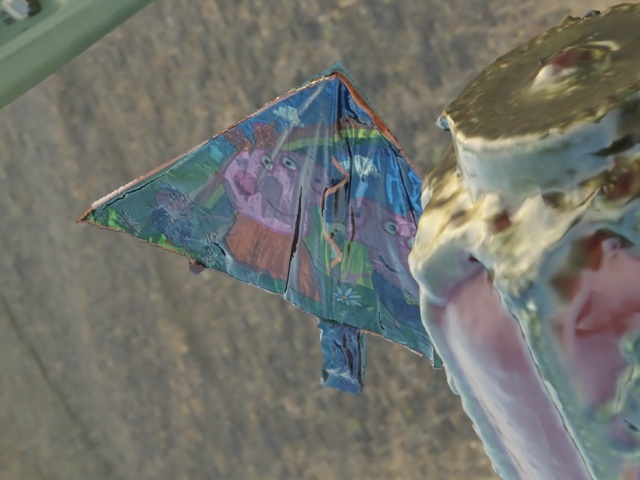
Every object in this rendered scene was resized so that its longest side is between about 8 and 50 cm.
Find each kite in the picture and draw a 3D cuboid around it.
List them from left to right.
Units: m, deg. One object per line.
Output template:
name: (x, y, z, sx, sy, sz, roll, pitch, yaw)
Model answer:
kite: (0.000, 0.000, 0.863, 0.321, 0.016, 0.234, 22, 140, 21)

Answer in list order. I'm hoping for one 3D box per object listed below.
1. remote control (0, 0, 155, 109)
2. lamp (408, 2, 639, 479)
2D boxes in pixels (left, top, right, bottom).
remote control: (-0.197, -0.086, 0.755, 0.123, 0.285, 0.038, 41, 157, 32)
lamp: (0.141, 0.052, 0.602, 0.274, 0.177, 0.177, 63, 163, -21)
